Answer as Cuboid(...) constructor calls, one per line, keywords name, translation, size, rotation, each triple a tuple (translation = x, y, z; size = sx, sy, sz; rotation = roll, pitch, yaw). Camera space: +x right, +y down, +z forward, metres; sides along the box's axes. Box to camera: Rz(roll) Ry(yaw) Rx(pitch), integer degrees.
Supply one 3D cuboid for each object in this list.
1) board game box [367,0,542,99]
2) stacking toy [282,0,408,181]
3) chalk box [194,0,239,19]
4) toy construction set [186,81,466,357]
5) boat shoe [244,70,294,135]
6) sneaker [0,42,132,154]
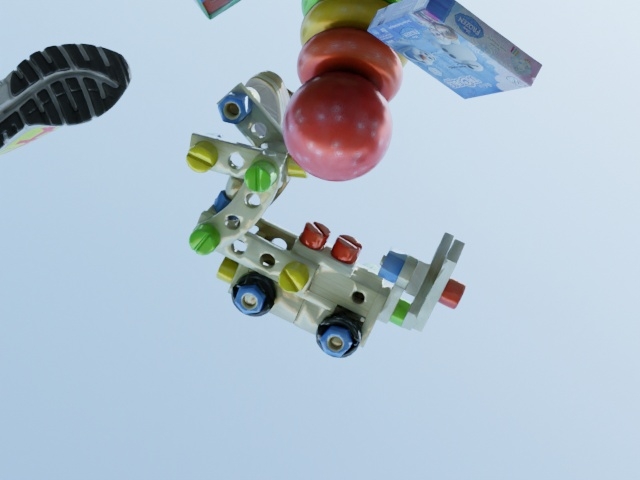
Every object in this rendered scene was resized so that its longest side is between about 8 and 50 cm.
Cuboid(name="board game box", translation=(0.087, -0.129, 0.783), size=(0.090, 0.090, 0.020), rotation=(31, -100, -19))
Cuboid(name="stacking toy", translation=(0.039, -0.192, 1.014), size=(0.141, 0.141, 0.330), rotation=(10, -121, 0))
Cuboid(name="chalk box", translation=(-0.113, -0.343, 1.287), size=(0.132, 0.132, 0.213), rotation=(-32, -141, -1))
Cuboid(name="toy construction set", translation=(0.000, 0.000, 1.220), size=(0.328, 0.215, 0.151), rotation=(32, -155, 17))
Cuboid(name="boat shoe", translation=(-0.056, -0.165, 1.466), size=(0.063, 0.170, 0.059), rotation=(32, -112, 15))
Cuboid(name="sneaker", translation=(-0.290, -0.139, 1.180), size=(0.209, 0.094, 0.081), rotation=(-22, -82, -6))
